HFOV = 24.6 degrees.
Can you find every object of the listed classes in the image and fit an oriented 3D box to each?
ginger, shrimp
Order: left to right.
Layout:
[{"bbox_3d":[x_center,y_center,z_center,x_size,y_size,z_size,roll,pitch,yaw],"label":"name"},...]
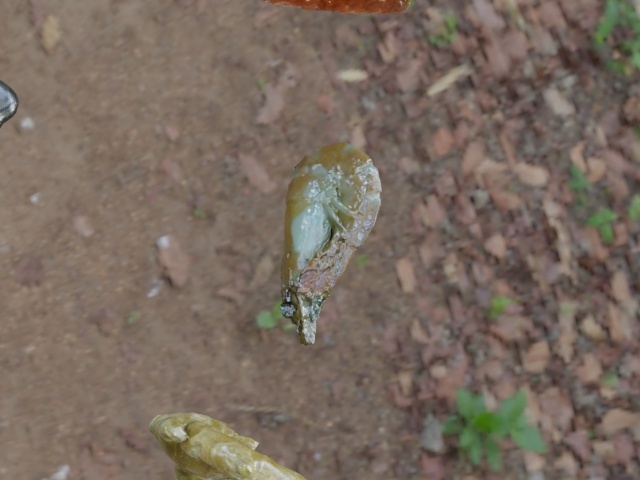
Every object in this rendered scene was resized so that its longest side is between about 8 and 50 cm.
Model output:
[{"bbox_3d":[-0.064,0.181,1.126,0.176,0.193,0.052,41,64,-21],"label":"ginger"},{"bbox_3d":[0.000,0.000,1.260,0.043,0.091,0.184,37,65,-58],"label":"shrimp"}]

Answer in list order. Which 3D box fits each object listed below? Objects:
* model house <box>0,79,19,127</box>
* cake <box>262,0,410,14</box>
[{"bbox_3d":[-0.216,-0.105,0.422,0.279,0.218,0.204,5,59,-19],"label":"model house"},{"bbox_3d":[0.058,-0.310,1.221,0.160,0.262,0.158,13,53,-39],"label":"cake"}]
